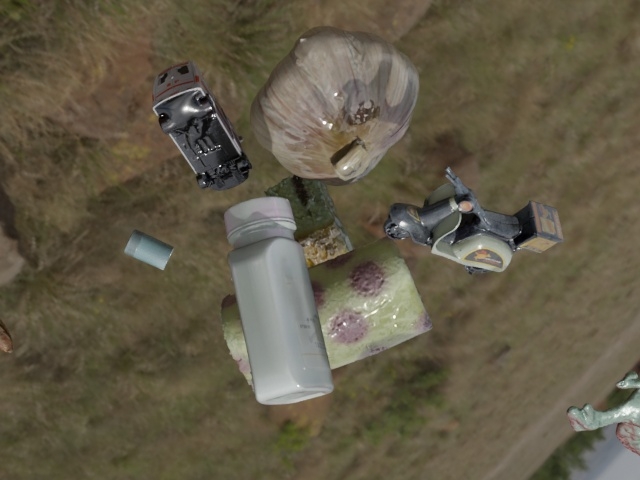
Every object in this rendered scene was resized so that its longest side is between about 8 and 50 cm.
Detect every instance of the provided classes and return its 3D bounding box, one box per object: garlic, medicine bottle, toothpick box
[{"bbox_3d":[0.032,-0.241,1.633,0.322,0.241,0.322,-39,149,-29],"label":"garlic"},{"bbox_3d":[-0.067,0.089,1.353,0.111,0.296,0.161,-17,165,17],"label":"medicine bottle"},{"bbox_3d":[-0.331,0.018,1.755,0.052,0.083,0.052,-63,-173,14],"label":"toothpick box"}]

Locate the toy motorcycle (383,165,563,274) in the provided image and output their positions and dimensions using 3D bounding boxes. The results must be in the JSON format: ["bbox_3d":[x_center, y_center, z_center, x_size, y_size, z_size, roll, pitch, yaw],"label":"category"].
[{"bbox_3d":[0.223,-0.024,1.381,0.263,0.091,0.157,15,145,-32],"label":"toy motorcycle"}]

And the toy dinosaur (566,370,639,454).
[{"bbox_3d":[0.367,0.216,1.006,0.167,0.053,0.242,-21,140,7],"label":"toy dinosaur"}]

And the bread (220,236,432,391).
[{"bbox_3d":[0.009,0.133,1.568,0.338,0.155,0.187,-22,124,7],"label":"bread"}]

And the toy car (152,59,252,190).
[{"bbox_3d":[-0.182,-0.175,1.410,0.089,0.108,0.210,-23,134,8],"label":"toy car"}]

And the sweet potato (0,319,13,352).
[{"bbox_3d":[-0.482,0.077,1.102,0.058,0.255,0.078,-47,142,-56],"label":"sweet potato"}]

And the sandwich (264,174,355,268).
[{"bbox_3d":[0.000,0.000,1.928,0.131,0.262,0.325,-26,117,6],"label":"sandwich"}]
